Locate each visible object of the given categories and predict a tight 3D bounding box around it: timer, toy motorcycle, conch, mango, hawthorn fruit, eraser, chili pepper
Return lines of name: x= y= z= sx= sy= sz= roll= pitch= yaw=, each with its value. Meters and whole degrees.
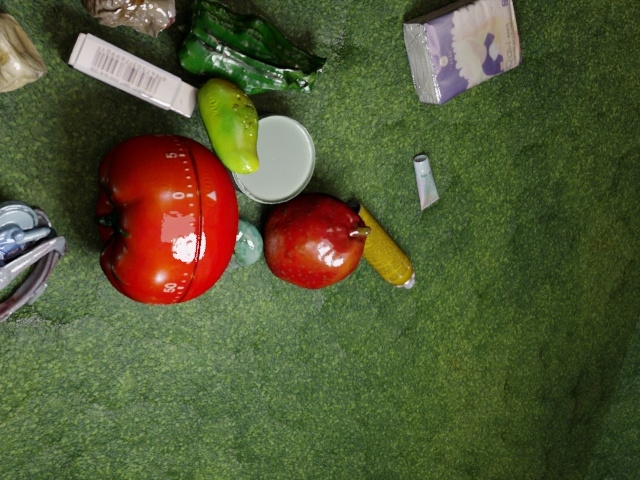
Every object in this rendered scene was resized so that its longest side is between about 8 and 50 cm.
timer: x=-0.343 y=-0.046 z=1.320 sx=0.279 sy=0.378 sz=0.378 roll=0 pitch=105 yaw=-33
toy motorcycle: x=-0.700 y=0.071 z=1.269 sx=0.319 sy=0.182 sz=0.241 roll=-41 pitch=120 yaw=-14
conch: x=-0.239 y=0.015 z=1.550 sx=0.188 sy=0.122 sz=0.176 roll=8 pitch=122 yaw=-29
mango: x=-0.197 y=-0.257 z=1.341 sx=0.125 sy=0.111 sz=0.233 roll=-26 pitch=86 yaw=4
hawthorn fruit: x=0.000 y=0.000 z=1.563 sx=0.265 sy=0.307 sz=0.265 roll=6 pitch=82 yaw=-48
eraser: x=-0.419 y=-0.367 z=1.330 sx=0.279 sy=0.124 sz=0.081 roll=21 pitch=95 yaw=-32
chili pepper: x=-0.162 y=-0.432 z=1.428 sx=0.385 sy=0.213 sz=0.167 roll=13 pitch=141 yaw=-26

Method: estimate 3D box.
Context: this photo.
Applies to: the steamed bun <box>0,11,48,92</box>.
steamed bun: x=-0.664 y=-0.363 z=1.189 sx=0.155 sy=0.172 sz=0.140 roll=-27 pitch=107 yaw=0

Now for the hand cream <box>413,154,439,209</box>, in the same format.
hand cream: x=0.328 y=-0.182 z=1.855 sx=0.076 sy=0.047 sz=0.174 roll=-34 pitch=127 yaw=-17

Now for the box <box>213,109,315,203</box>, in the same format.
box: x=-0.143 y=-0.215 z=1.516 sx=0.226 sy=0.149 sz=0.226 roll=-9 pitch=110 yaw=-27

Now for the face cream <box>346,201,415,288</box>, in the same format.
face cream: x=0.181 y=0.031 z=1.796 sx=0.105 sy=0.105 sz=0.348 roll=-49 pitch=121 yaw=-8

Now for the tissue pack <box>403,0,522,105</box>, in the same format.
tissue pack: x=0.423 y=-0.573 z=1.736 sx=0.344 sy=0.125 sz=0.242 roll=-29 pitch=117 yaw=-19

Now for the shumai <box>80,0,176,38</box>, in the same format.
shumai: x=-0.424 y=-0.539 z=1.288 sx=0.184 sy=0.218 sz=0.185 roll=-32 pitch=161 yaw=-5
